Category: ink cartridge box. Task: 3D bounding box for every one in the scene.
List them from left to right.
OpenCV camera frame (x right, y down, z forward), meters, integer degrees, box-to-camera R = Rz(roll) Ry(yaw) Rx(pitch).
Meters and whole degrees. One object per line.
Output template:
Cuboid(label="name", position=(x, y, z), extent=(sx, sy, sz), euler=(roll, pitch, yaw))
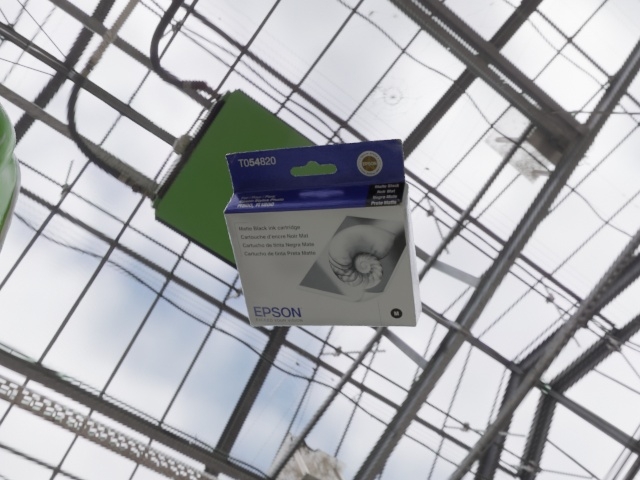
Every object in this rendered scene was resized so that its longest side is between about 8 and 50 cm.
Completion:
Cuboid(label="ink cartridge box", position=(0.000, 0.000, 0.741), extent=(0.223, 0.045, 0.224), euler=(-3, -67, 18))

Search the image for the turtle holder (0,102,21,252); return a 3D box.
Cuboid(label="turtle holder", position=(-0.411, -0.021, 0.501), extent=(0.243, 0.320, 0.227), euler=(28, -51, 15))
